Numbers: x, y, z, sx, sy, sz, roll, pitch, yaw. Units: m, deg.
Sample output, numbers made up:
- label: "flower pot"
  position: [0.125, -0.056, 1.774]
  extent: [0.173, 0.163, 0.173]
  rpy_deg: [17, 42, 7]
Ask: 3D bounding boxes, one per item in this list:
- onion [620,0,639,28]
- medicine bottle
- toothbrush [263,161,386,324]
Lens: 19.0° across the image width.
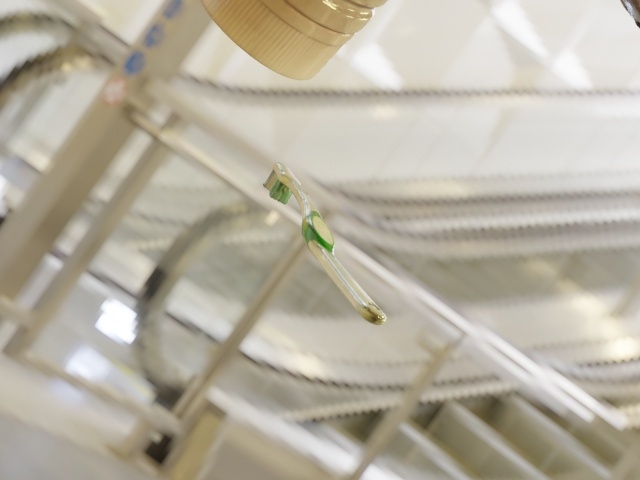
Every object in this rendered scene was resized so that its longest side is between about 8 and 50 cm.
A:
- label: "onion"
  position: [0.410, -0.309, 1.783]
  extent: [0.341, 0.341, 0.341]
  rpy_deg: [36, 4, -3]
- label: "medicine bottle"
  position: [0.026, -0.250, 1.450]
  extent: [0.133, 0.250, 0.133]
  rpy_deg: [36, 25, -19]
- label: "toothbrush"
  position: [0.001, -0.002, 1.607]
  extent: [0.030, 0.030, 0.304]
  rpy_deg: [34, 9, -28]
